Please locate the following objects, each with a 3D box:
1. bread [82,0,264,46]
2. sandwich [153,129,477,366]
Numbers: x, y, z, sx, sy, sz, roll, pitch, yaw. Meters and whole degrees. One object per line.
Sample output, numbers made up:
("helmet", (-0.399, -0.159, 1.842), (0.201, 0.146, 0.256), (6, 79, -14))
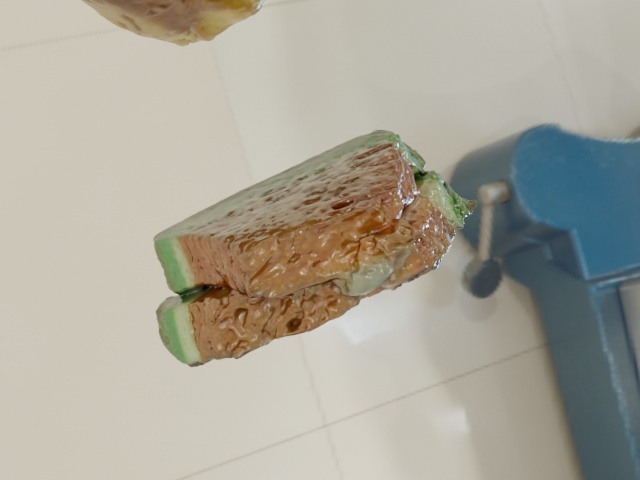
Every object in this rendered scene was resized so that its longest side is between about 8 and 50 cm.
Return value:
("bread", (-0.186, -0.281, 0.953), (0.344, 0.148, 0.195), (19, 59, -51))
("sandwich", (-0.010, 0.003, 0.989), (0.292, 0.212, 0.109), (-23, 101, 4))
